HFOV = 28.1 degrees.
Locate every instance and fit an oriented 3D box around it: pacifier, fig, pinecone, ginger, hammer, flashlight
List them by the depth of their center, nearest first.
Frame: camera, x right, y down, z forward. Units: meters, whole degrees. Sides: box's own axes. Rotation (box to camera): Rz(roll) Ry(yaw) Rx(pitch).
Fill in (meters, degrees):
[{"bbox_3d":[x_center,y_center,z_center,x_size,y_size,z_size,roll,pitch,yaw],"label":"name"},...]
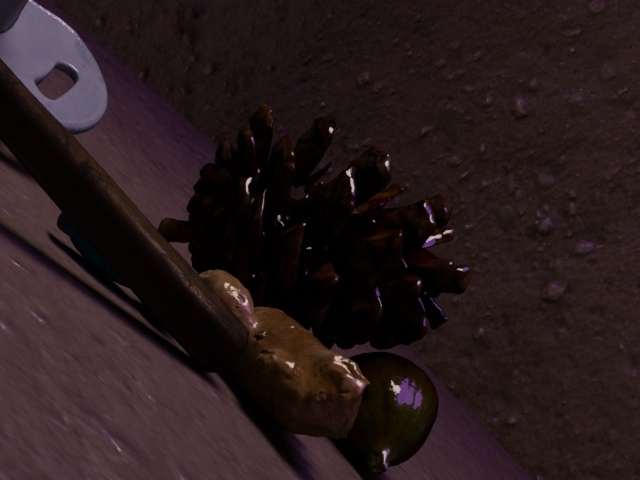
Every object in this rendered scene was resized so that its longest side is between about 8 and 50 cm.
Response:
[{"bbox_3d":[-0.178,-0.054,0.878,0.440,0.168,0.044,52,1,-36],"label":"hammer"},{"bbox_3d":[-0.148,0.014,0.999,0.129,0.051,0.051,43,3,-26],"label":"flashlight"},{"bbox_3d":[-0.031,0.107,1.055,0.205,0.081,0.115,43,-30,39],"label":"ginger"},{"bbox_3d":[-0.276,-0.225,1.086,0.287,0.226,0.238,42,21,-5],"label":"pacifier"},{"bbox_3d":[0.055,0.172,1.217,0.103,0.109,0.155,59,25,-22],"label":"fig"},{"bbox_3d":[0.000,0.000,1.235,0.309,0.244,0.244,11,14,-18],"label":"pinecone"}]
